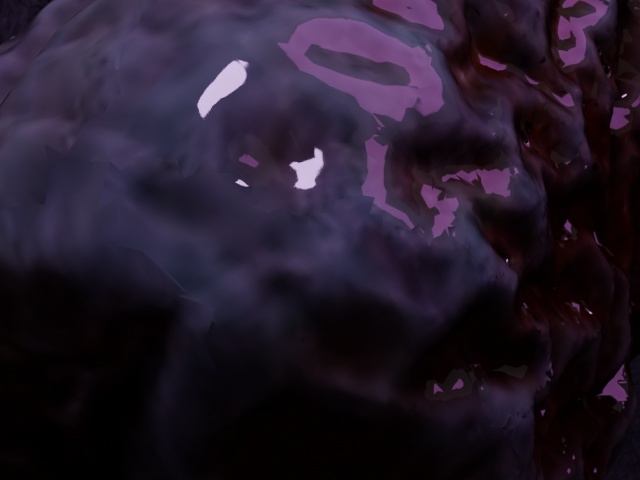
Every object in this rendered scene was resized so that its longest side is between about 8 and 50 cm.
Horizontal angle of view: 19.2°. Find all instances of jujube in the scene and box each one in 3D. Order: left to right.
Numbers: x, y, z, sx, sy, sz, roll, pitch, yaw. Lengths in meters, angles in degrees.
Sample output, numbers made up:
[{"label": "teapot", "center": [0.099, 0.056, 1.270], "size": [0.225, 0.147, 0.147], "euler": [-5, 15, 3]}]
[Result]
[{"label": "jujube", "center": [0.000, 0.000, 0.565], "size": [0.226, 0.226, 0.317], "euler": [37, 36, -3]}]
